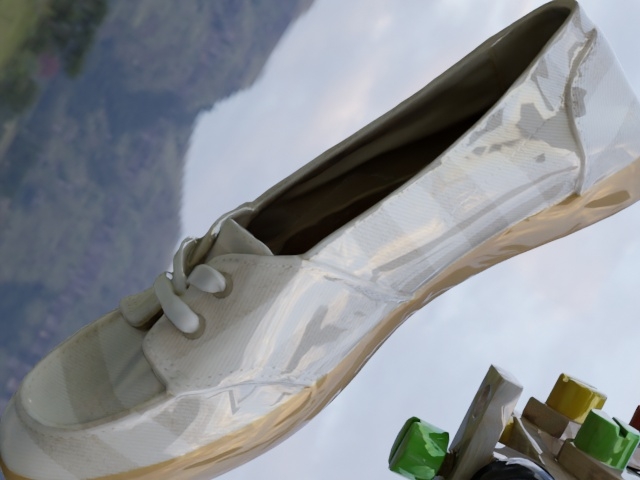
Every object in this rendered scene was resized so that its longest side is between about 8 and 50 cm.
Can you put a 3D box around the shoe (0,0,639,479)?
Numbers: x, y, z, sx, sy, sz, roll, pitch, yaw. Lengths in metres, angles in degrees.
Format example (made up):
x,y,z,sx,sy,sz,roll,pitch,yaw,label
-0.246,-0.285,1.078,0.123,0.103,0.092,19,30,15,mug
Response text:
x,y,z,sx,sy,sz,roll,pitch,yaw,label
0.000,0.000,0.427,0.219,0.058,0.076,-30,-150,-15,shoe

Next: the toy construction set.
x,y,z,sx,sy,sz,roll,pitch,yaw,label
0.126,0.180,0.921,0.257,0.237,0.309,-88,-158,-55,toy construction set
